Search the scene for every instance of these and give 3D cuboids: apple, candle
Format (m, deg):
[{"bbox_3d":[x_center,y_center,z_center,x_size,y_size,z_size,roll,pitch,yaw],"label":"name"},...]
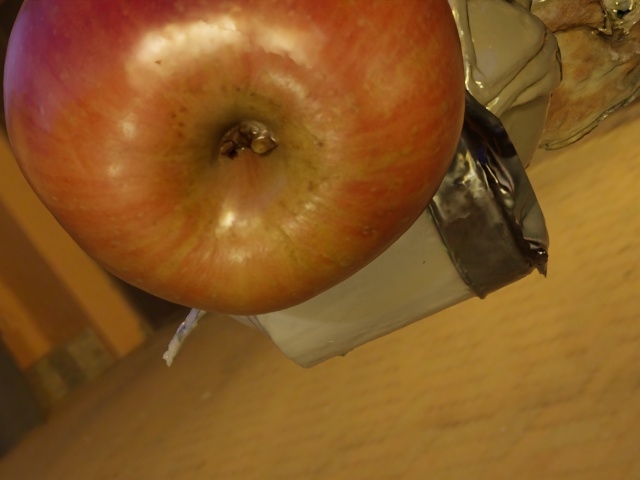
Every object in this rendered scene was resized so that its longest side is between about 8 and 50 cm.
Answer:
[{"bbox_3d":[-0.043,-0.091,0.770,0.242,0.242,0.241,-34,28,18],"label":"apple"},{"bbox_3d":[0.000,0.000,1.071,0.330,0.187,0.187,-25,9,12],"label":"candle"}]

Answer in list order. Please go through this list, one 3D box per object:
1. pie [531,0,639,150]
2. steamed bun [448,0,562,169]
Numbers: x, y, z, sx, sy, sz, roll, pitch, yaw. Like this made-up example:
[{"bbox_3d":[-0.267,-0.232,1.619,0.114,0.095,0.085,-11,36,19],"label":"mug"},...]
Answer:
[{"bbox_3d":[0.328,-0.242,1.831,0.337,0.075,0.337,-21,-34,-15],"label":"pie"},{"bbox_3d":[0.121,-0.233,1.410,0.219,0.324,0.309,-46,-19,17],"label":"steamed bun"}]
